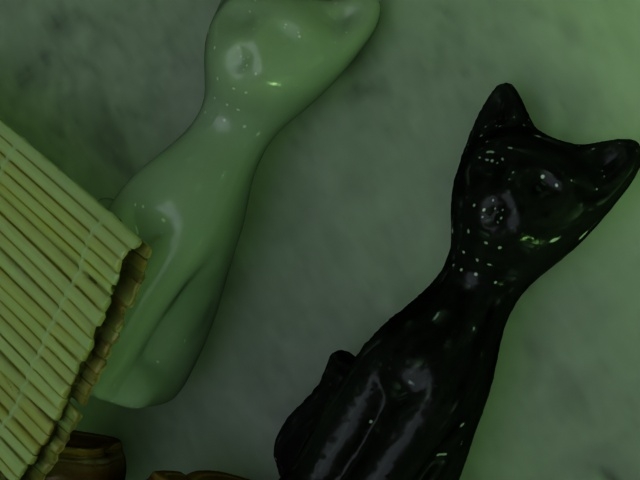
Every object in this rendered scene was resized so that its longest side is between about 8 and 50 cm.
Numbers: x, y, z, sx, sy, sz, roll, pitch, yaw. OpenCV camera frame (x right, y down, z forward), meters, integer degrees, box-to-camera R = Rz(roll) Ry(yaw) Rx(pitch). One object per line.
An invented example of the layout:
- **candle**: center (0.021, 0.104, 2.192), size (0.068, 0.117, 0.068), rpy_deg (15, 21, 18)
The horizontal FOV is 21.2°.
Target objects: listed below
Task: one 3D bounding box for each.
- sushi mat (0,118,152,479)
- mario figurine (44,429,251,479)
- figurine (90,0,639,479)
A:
- **sushi mat**: center (-0.201, -0.011, 0.785), size (0.316, 0.019, 0.151), rpy_deg (37, 106, 36)
- **mario figurine**: center (-0.113, 0.254, 0.799), size (0.198, 0.170, 0.320), rpy_deg (15, 90, 56)
- **figurine**: center (0.000, 0.000, 0.737), size (0.215, 0.092, 0.209), rpy_deg (33, 97, 16)
